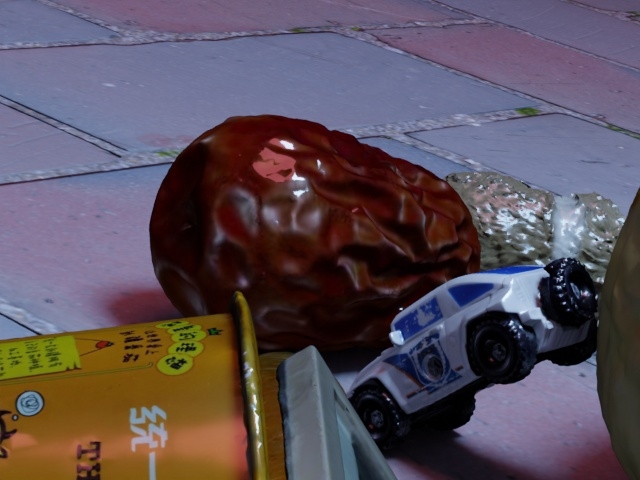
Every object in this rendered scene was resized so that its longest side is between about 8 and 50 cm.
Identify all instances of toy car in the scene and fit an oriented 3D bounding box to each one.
[{"bbox_3d":[0.088,0.060,1.066,0.080,0.171,0.070,-9,71,-47],"label":"toy car"}]

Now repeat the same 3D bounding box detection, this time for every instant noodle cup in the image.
[{"bbox_3d":[-0.108,0.126,0.670,0.172,0.216,0.216,0,19,-7],"label":"instant noodle cup"}]

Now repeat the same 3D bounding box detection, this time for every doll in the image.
[{"bbox_3d":[0.123,0.003,1.334,0.221,0.105,0.115,16,19,11],"label":"doll"}]

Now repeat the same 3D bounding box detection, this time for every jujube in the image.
[{"bbox_3d":[0.000,0.000,1.205,0.230,0.155,0.155,3,18,-44],"label":"jujube"}]

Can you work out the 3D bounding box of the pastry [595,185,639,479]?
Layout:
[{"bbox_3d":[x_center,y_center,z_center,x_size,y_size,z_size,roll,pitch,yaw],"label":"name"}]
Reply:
[{"bbox_3d":[0.335,0.030,0.978,0.388,0.312,0.388,-5,10,1],"label":"pastry"}]

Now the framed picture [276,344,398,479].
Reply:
[{"bbox_3d":[0.052,0.183,0.597,0.024,0.232,0.315,-29,18,8],"label":"framed picture"}]

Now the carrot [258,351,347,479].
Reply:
[{"bbox_3d":[-0.020,0.119,0.923,0.087,0.087,0.193,9,20,-6],"label":"carrot"}]
